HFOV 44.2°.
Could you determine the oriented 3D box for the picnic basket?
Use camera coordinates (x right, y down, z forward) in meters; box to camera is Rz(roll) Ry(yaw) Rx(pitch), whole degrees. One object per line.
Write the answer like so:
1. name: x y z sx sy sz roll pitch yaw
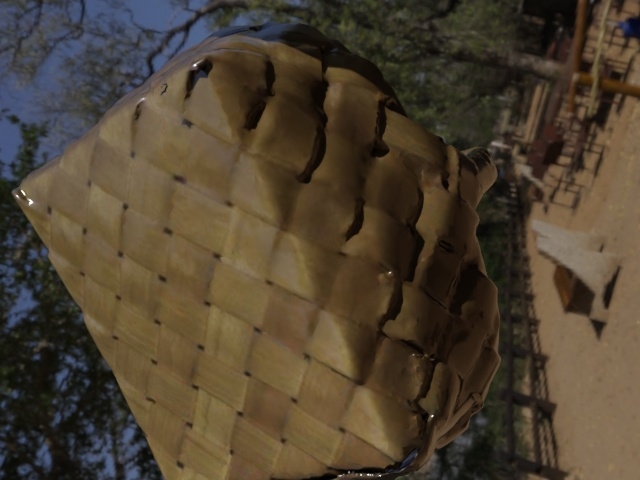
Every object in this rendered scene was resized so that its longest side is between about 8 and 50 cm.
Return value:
1. picnic basket: 0.000 0.000 0.605 0.337 0.293 0.337 26 -127 -41
